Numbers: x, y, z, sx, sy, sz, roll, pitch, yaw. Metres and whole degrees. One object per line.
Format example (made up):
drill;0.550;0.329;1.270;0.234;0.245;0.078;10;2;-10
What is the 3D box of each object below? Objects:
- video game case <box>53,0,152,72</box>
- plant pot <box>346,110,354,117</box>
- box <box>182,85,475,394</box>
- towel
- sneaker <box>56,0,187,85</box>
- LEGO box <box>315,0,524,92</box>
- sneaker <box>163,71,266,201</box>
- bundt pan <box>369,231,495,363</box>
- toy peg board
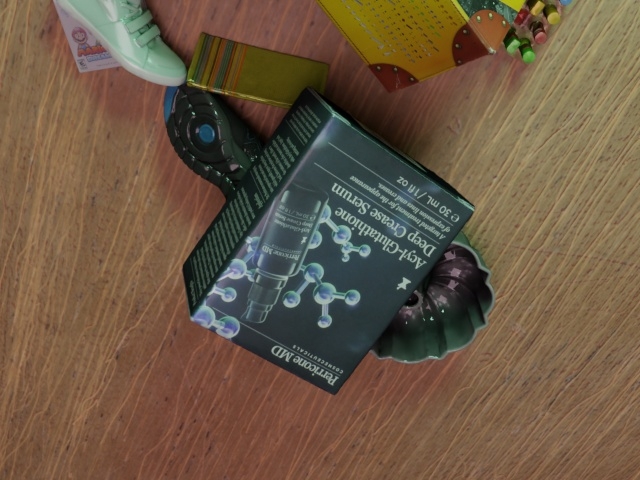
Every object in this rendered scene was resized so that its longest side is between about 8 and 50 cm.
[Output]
video game case;-0.375;-0.376;1.445;0.157;0.019;0.143;-7;122;10
plant pot;0.036;-0.151;1.507;0.096;0.109;0.109;-27;117;35
box;0.000;0.000;1.363;0.293;0.212;0.395;31;102;-22
towel;-0.108;-0.292;1.436;0.237;0.102;0.021;12;166;-3
sneaker;-0.303;-0.378;1.366;0.256;0.094;0.151;39;123;-16
LEGO box;0.085;-0.512;1.075;0.193;0.372;0.500;-12;128;49
sneaker;-0.163;-0.160;1.515;0.125;0.139;0.340;-28;98;32
bundt pan;0.175;0.082;1.629;0.331;0.124;0.330;2;124;3
toy peg board;0.327;-0.381;1.339;0.161;0.079;0.160;28;121;-13
